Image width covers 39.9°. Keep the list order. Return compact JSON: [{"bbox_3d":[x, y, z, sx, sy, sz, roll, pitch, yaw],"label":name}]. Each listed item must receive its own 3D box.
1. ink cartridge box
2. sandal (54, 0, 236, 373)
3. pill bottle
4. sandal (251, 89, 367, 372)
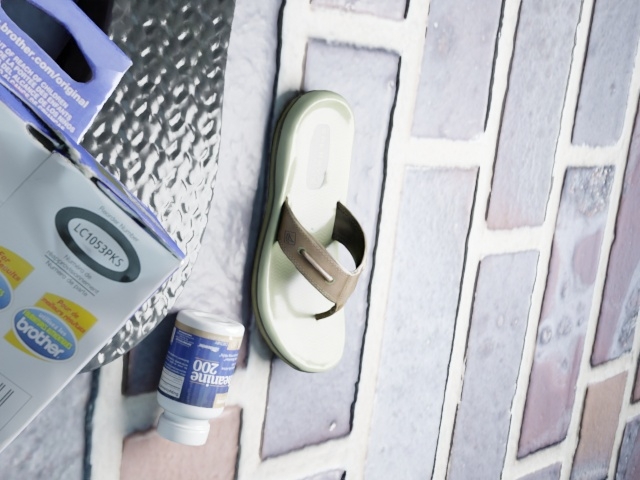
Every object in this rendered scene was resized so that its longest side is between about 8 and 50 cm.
[{"bbox_3d":[-0.271,0.009,0.500,0.395,0.151,0.270,-46,116,-3],"label":"ink cartridge box"},{"bbox_3d":[-0.164,-0.109,0.725,0.167,0.107,0.446,25,72,-44],"label":"sandal"},{"bbox_3d":[-0.119,0.132,0.850,0.067,0.067,0.120,12,93,-46],"label":"pill bottle"},{"bbox_3d":[-0.001,-0.001,0.912,0.120,0.086,0.303,-11,110,-42],"label":"sandal"}]
